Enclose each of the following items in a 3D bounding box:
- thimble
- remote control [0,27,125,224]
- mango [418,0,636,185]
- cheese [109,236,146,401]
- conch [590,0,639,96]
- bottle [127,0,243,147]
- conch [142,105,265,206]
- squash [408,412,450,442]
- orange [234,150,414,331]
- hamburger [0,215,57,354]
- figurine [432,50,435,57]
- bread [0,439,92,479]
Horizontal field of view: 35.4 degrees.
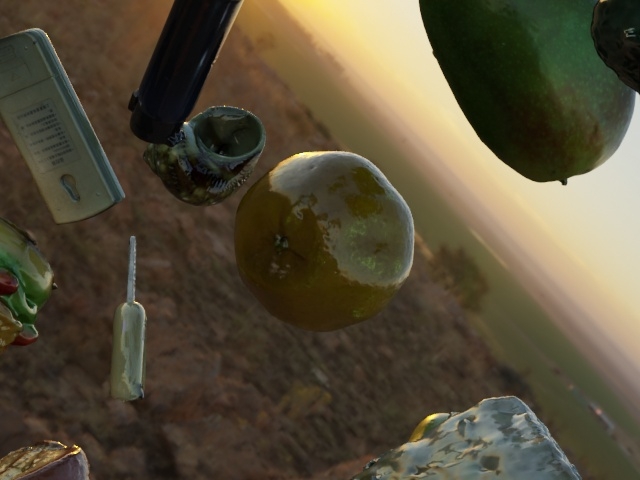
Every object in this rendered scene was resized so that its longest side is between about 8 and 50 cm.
[{"bbox_3d":[0.148,0.274,0.770,0.291,0.195,0.291,60,2,-4],"label":"thimble"},{"bbox_3d":[-0.323,-0.133,1.198,0.233,0.098,0.038,67,21,-15],"label":"remote control"},{"bbox_3d":[0.259,-0.254,1.267,0.382,0.225,0.201,61,12,-6],"label":"mango"},{"bbox_3d":[-0.290,0.119,1.527,0.054,0.251,0.127,2,-10,-11],"label":"cheese"},{"bbox_3d":[0.274,-0.130,0.716,0.196,0.134,0.202,-10,81,-74],"label":"conch"},{"bbox_3d":[-0.164,-0.215,1.181,0.082,0.244,0.072,34,40,3],"label":"bottle"},{"bbox_3d":[-0.202,-0.145,1.705,0.181,0.124,0.187,23,58,-12],"label":"conch"},{"bbox_3d":[0.126,0.304,1.306,0.083,0.083,0.250,47,37,7],"label":"squash"},{"bbox_3d":[0.000,0.000,1.503,0.279,0.279,0.235,51,17,27],"label":"orange"},{"bbox_3d":[-0.425,0.056,1.140,0.237,0.237,0.149,42,53,-27],"label":"hamburger"},{"bbox_3d":[0.243,-0.323,1.489,0.133,0.176,0.236,7,3,14],"label":"figurine"},{"bbox_3d":[-0.428,0.368,1.384,0.244,0.190,0.123,-26,105,-60],"label":"bread"}]
